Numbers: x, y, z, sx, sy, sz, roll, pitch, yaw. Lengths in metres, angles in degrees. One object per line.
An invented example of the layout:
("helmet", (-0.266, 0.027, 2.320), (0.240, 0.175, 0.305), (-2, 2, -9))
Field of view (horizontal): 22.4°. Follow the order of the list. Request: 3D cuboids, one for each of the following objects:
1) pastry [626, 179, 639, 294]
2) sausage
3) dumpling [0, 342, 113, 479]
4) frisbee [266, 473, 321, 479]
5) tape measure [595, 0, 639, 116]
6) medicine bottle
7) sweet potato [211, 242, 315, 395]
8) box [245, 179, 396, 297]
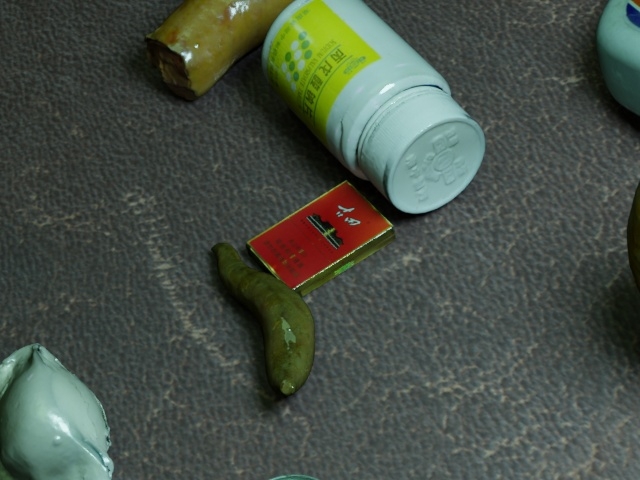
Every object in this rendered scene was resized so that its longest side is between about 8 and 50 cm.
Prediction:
("pastry", (0.430, 0.015, 1.378), (0.356, 0.356, 0.164), (9, 60, 21))
("sausage", (-0.082, -0.272, 1.895), (0.270, 0.109, 0.109), (-36, 51, -16))
("dumpling", (-0.269, 0.190, 1.548), (0.127, 0.108, 0.188), (-38, 62, 15))
("frisbee", (-0.029, 0.262, 1.478), (0.110, 0.014, 0.110), (-7, 48, 7))
("tape measure", (0.416, -0.211, 1.692), (0.246, 0.125, 0.243), (-26, 32, -2))
("medicine bottle", (0.055, -0.150, 1.725), (0.143, 0.143, 0.258), (-31, 51, -13))
("sweet potato", (-0.049, 0.071, 1.621), (0.069, 0.059, 0.249), (-32, 45, 2))
("box", (0.000, 0.000, 1.690), (0.133, 0.023, 0.090), (-31, 52, -13))
